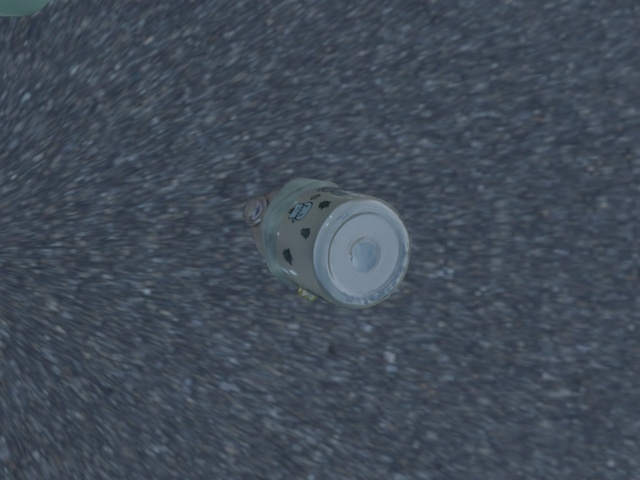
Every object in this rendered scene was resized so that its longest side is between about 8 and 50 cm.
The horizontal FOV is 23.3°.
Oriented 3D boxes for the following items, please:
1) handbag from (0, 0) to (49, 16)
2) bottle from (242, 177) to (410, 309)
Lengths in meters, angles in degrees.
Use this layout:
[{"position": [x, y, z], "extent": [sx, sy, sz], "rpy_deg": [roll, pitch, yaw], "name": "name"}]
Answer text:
[{"position": [-0.275, -0.267, 1.151], "extent": [0.256, 0.219, 0.079], "rpy_deg": [-5, 53, -44], "name": "handbag"}, {"position": [0.000, -0.001, 1.257], "extent": [0.099, 0.152, 0.099], "rpy_deg": [-5, 101, -29], "name": "bottle"}]
